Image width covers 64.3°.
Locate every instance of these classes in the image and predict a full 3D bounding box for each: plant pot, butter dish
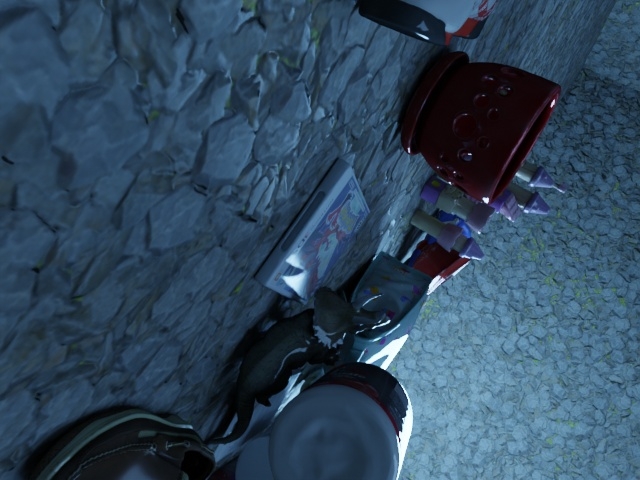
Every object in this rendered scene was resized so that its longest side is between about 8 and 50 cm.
[{"bbox_3d":[0.227,-0.174,0.755,0.191,0.174,0.191,-49,161,-23],"label":"plant pot"},{"bbox_3d":[0.290,0.048,1.294,0.160,0.118,0.160,-29,162,-28],"label":"butter dish"}]

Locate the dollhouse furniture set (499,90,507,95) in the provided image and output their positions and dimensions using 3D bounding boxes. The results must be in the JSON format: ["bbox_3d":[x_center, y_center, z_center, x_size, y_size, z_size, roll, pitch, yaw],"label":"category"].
[{"bbox_3d":[0.501,-0.375,1.274,0.114,0.081,0.091,-47,160,-28],"label":"dollhouse furniture set"}]

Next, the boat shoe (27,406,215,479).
[{"bbox_3d":[-0.178,0.235,0.532,0.095,0.095,0.257,-55,162,-4],"label":"boat shoe"}]

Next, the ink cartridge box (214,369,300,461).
[{"bbox_3d":[-0.123,0.293,0.880,0.179,0.045,0.145,-5,127,-60],"label":"ink cartridge box"}]

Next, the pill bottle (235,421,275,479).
[{"bbox_3d":[-0.004,0.427,0.993,0.334,0.188,0.187,15,108,-58],"label":"pill bottle"}]

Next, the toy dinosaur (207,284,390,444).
[{"bbox_3d":[-0.055,0.165,0.745,0.314,0.121,0.160,-32,153,-9],"label":"toy dinosaur"}]

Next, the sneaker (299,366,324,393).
[{"bbox_3d":[0.016,0.348,1.261,0.152,0.114,0.305,-13,165,-9],"label":"sneaker"}]

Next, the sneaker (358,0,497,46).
[{"bbox_3d":[0.126,-0.269,0.476,0.270,0.090,0.144,-37,153,-55],"label":"sneaker"}]

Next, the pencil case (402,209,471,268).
[{"bbox_3d":[0.312,0.044,1.441,0.306,0.119,0.133,-48,162,-26],"label":"pencil case"}]

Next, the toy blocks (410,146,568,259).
[{"bbox_3d":[0.406,-0.127,1.164,0.288,0.260,0.308,-45,159,-31],"label":"toy blocks"}]

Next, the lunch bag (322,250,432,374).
[{"bbox_3d":[0.100,0.187,1.078,0.262,0.160,0.223,-46,161,-46],"label":"lunch bag"}]

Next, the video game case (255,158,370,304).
[{"bbox_3d":[0.000,0.000,0.712,0.183,0.023,0.201,-55,162,-4],"label":"video game case"}]

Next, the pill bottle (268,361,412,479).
[{"bbox_3d":[0.051,0.288,0.802,0.176,0.176,0.318,-58,165,4],"label":"pill bottle"}]

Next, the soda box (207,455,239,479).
[{"bbox_3d":[-0.169,0.511,1.053,0.092,0.084,0.263,-58,163,5],"label":"soda box"}]
